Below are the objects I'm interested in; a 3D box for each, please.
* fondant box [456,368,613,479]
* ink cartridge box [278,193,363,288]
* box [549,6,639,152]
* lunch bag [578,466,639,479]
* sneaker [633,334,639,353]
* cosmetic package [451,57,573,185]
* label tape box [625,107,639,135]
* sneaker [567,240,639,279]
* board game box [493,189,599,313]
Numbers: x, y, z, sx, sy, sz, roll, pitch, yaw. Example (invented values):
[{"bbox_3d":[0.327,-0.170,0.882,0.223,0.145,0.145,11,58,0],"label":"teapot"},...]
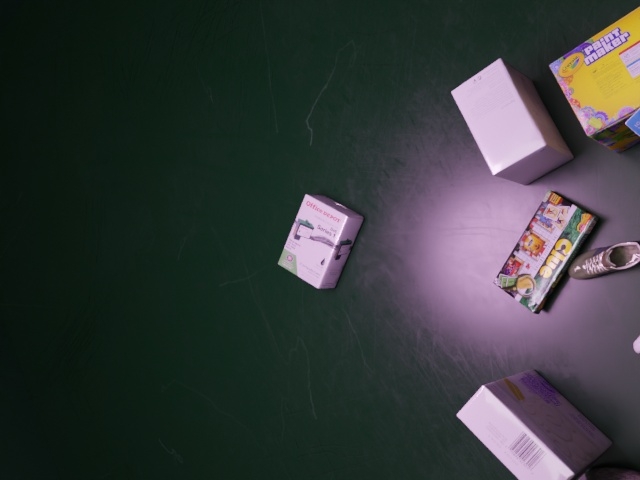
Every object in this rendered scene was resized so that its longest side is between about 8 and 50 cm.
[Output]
[{"bbox_3d":[0.463,0.402,1.575,0.238,0.330,0.096,45,110,27],"label":"fondant box"},{"bbox_3d":[0.000,0.000,2.044,0.160,0.092,0.219,29,104,31],"label":"ink cartridge box"},{"bbox_3d":[0.668,-0.337,1.500,0.290,0.279,0.177,-32,72,28],"label":"box"},{"bbox_3d":[0.619,0.580,1.486,0.256,0.305,0.213,20,99,28],"label":"lunch bag"},{"bbox_3d":[0.736,0.151,1.563,0.212,0.080,0.094,-43,61,14],"label":"sneaker"},{"bbox_3d":[0.438,-0.260,1.682,0.138,0.224,0.225,-33,70,28],"label":"cosmetic package"},{"bbox_3d":[0.761,-0.180,1.297,0.347,0.115,0.249,36,113,-10],"label":"label tape box"},{"bbox_3d":[0.629,0.040,1.625,0.192,0.086,0.064,-19,78,32],"label":"sneaker"},{"bbox_3d":[0.519,0.027,1.719,0.136,0.030,0.260,40,110,39],"label":"board game box"}]
